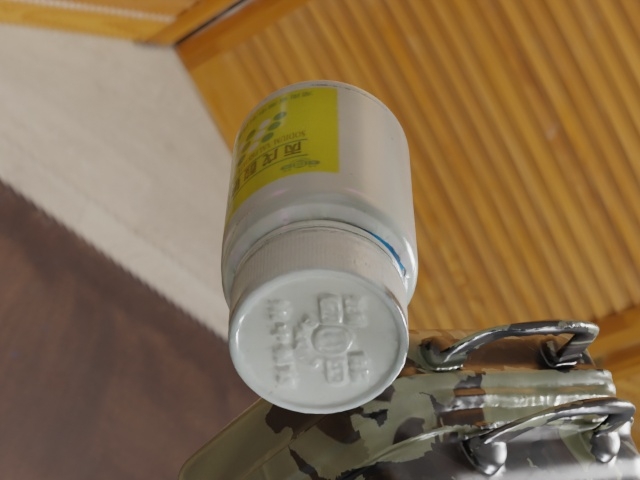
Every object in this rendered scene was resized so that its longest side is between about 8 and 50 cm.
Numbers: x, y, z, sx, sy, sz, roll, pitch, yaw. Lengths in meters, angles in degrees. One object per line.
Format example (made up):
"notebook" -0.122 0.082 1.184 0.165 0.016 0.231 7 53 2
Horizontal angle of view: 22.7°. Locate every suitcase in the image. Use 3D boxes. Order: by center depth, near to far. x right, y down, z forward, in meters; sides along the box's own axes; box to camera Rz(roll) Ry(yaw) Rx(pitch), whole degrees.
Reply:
"suitcase" 0.096 0.169 1.293 0.351 0.339 0.194 3 55 -47

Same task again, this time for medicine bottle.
"medicine bottle" 0.000 0.000 1.154 0.143 0.143 0.258 41 24 -24
